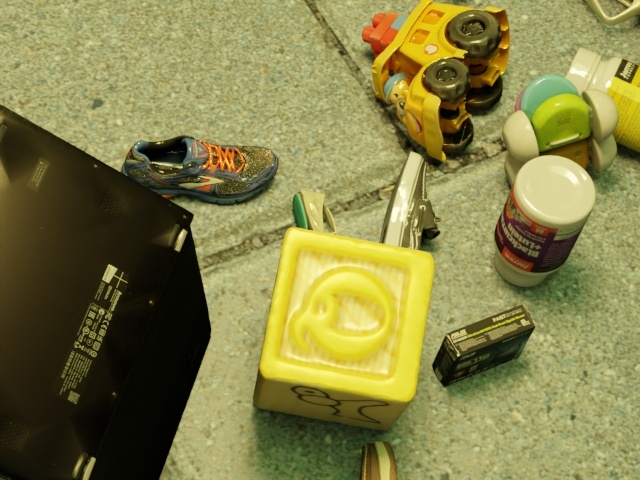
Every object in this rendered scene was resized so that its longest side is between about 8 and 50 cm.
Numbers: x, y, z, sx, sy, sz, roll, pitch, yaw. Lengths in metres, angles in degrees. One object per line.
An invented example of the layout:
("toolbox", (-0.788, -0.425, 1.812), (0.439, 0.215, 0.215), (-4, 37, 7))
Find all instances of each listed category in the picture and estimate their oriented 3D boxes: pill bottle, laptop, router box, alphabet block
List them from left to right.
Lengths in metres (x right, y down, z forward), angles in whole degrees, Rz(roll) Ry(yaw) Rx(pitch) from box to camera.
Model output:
("laptop", (-0.300, 0.134, 1.615), (0.408, 0.236, 0.382), (31, 55, -18))
("alphabet block", (0.025, 0.115, 1.761), (0.192, 0.197, 0.193), (9, 72, -3))
("router box", (0.213, 0.138, 1.858), (0.122, 0.092, 0.038), (-20, 63, -19))
("pill bottle", (0.293, -0.019, 1.906), (0.108, 0.193, 0.108), (3, 58, -5))
("pill bottle", (0.457, -0.198, 2.084), (0.208, 0.119, 0.119), (24, 58, 7))

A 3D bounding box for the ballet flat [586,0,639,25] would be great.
("ballet flat", (0.514, -0.359, 2.202), (0.139, 0.139, 0.400), (-34, 65, -25))

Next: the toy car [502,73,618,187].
("toy car", (0.329, -0.162, 2.012), (0.159, 0.182, 0.136), (-18, 57, -1))

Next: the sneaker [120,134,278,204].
("sneaker", (-0.165, -0.102, 1.954), (0.221, 0.087, 0.083), (-5, 60, -11))

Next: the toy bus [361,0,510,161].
("toy bus", (0.147, -0.251, 2.069), (0.211, 0.149, 0.220), (21, 60, 21))

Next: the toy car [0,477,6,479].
("toy car", (-0.402, 0.254, 1.672), (0.238, 0.219, 0.210), (19, 31, -41))

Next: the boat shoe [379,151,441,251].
("boat shoe", (0.127, -0.015, 1.951), (0.076, 0.080, 0.228), (17, 59, -5))

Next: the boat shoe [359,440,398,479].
("boat shoe", (0.043, 0.361, 1.698), (0.095, 0.095, 0.257), (2, 59, 0))

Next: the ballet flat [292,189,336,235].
("ballet flat", (0.000, 0.000, 1.936), (0.052, 0.057, 0.168), (2, 58, -19))
